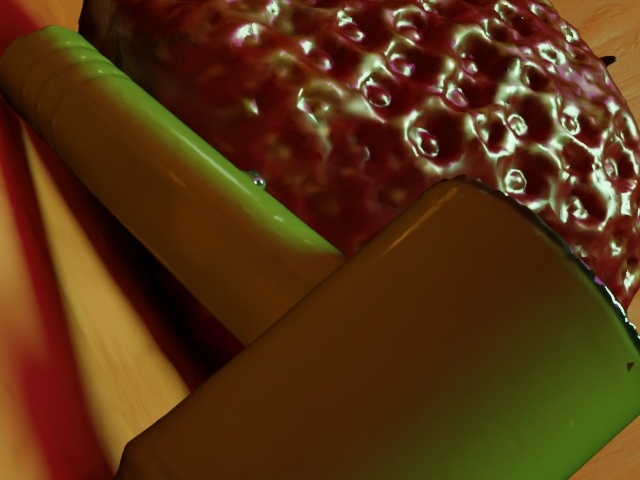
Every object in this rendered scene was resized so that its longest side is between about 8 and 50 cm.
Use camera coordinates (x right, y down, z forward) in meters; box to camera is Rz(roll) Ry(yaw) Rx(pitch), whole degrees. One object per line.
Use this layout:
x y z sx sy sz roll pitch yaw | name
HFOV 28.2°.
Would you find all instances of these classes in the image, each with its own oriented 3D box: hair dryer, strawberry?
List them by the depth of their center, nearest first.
-0.040 0.009 0.420 0.278 0.135 0.090 41 -14 39 | hair dryer
0.009 -0.028 0.680 0.291 0.309 0.292 12 -77 62 | strawberry
